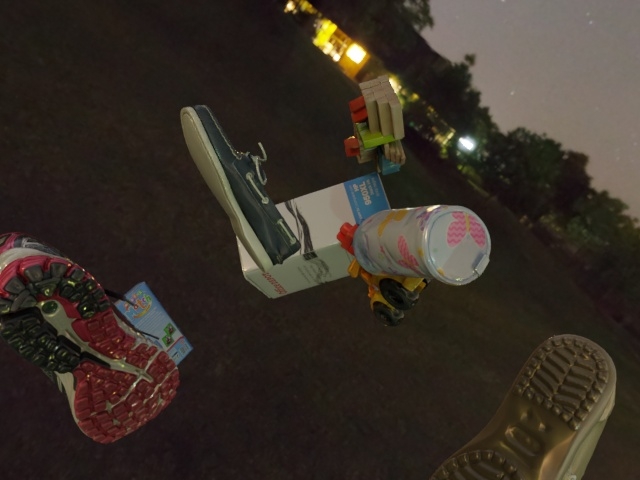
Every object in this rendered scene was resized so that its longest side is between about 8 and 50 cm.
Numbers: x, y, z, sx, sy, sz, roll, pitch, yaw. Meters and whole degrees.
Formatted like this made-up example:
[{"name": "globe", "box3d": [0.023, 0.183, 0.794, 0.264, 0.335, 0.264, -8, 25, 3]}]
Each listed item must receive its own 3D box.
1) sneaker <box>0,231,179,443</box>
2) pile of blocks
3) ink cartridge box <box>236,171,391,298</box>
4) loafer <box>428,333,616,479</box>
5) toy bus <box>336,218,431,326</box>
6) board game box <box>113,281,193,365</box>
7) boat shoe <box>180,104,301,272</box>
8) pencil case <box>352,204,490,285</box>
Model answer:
[{"name": "sneaker", "box3d": [-0.251, 0.109, 0.615, 0.112, 0.120, 0.299, 33, -32, 40]}, {"name": "pile of blocks", "box3d": [0.113, -0.215, 1.253, 0.362, 0.112, 0.149, 70, 4, -73]}, {"name": "ink cartridge box", "box3d": [0.000, 0.000, 1.501, 0.285, 0.394, 0.166, 62, 11, -69]}, {"name": "loafer", "box3d": [0.188, 0.215, 0.519, 0.092, 0.269, 0.102, 33, 6, -39]}, {"name": "toy bus", "box3d": [0.125, 0.048, 1.150, 0.211, 0.149, 0.220, 35, -29, 11]}, {"name": "board game box", "box3d": [-0.419, 0.230, 1.330, 0.212, 0.039, 0.160, 60, 42, -17]}, {"name": "boat shoe", "box3d": [-0.106, -0.077, 0.777, 0.255, 0.079, 0.095, 62, -17, -15]}, {"name": "pencil case", "box3d": [0.152, 0.010, 0.902, 0.124, 0.113, 0.273, 53, -16, -10]}]
